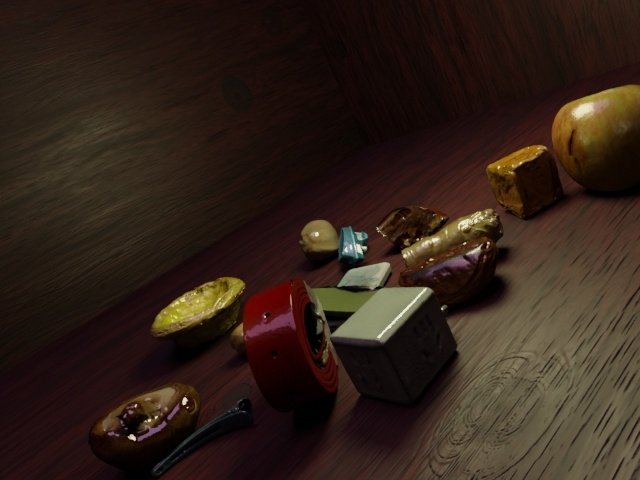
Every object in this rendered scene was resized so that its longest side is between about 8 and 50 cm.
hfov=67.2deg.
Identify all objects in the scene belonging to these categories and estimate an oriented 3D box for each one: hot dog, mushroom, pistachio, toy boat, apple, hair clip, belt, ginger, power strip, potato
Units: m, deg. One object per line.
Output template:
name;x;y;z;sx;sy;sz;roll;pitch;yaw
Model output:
hot dog;0.284;0.073;1.063;0.227;0.099;0.160;-20;16;29
mushroom;-0.367;0.401;1.038;0.231;0.138;0.194;-18;-5;-15
pistachio;0.000;0.000;1.752;0.238;0.153;0.137;-86;20;-75
toy boat;0.112;0.023;1.564;0.098;0.109;0.238;8;17;-2
apple;0.711;-0.244;1.173;0.264;0.264;0.264;-25;15;7
hair clip;-0.238;0.405;0.980;0.229;0.039;0.070;-33;15;-4
belt;-0.055;0.195;0.985;0.115;0.227;0.324;-23;17;7
ginger;0.322;0.016;1.180;0.263;0.109;0.116;-29;12;13
power strip;0.153;0.169;0.886;0.224;0.140;0.139;-38;17;-34
potato;-0.163;0.241;1.301;0.170;0.080;0.107;-28;13;-24

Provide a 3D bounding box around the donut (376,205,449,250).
donut;0.285;-0.052;1.441;0.186;0.144;0.126;-47;-19;30

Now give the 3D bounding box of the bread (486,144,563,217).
bread;0.551;-0.162;1.299;0.149;0.158;0.143;-32;16;-2

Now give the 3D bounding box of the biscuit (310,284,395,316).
biscuit;0.056;0.150;1.172;0.322;0.038;0.099;-4;31;42

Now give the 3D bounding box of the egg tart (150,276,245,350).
egg tart;-0.379;0.242;1.569;0.345;0.132;0.345;-25;16;8

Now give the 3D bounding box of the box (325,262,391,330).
box;0.088;0.146;1.273;0.142;0.044;0.285;-13;20;31
